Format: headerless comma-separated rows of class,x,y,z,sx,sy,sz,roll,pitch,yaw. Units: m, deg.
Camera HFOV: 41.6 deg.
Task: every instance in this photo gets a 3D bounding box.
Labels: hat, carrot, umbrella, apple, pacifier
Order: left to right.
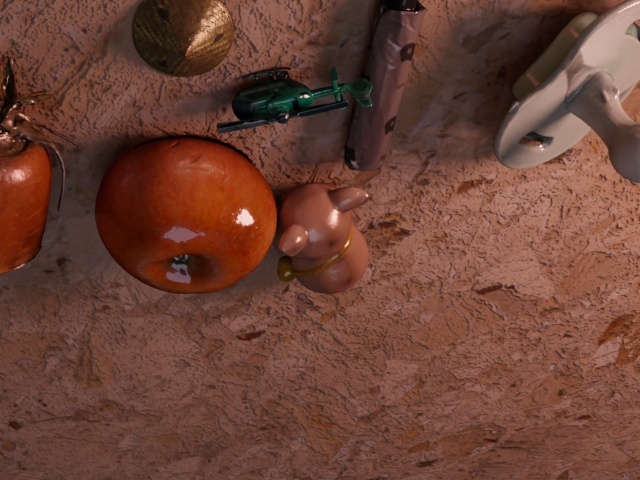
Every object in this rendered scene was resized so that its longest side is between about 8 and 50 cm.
carrot,-0.477,-0.082,1.194,0.214,0.193,0.331,25,126,14
hat,-0.189,-0.275,1.178,0.146,0.067,0.146,-7,133,-7
apple,-0.207,-0.031,1.305,0.272,0.206,0.251,24,126,-32
umbrella,0.096,-0.250,1.271,0.073,0.067,0.337,-6,133,-23
pacifier,0.438,-0.195,1.277,0.288,0.269,0.343,0,141,-48

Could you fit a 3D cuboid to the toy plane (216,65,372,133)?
toy plane,-0.040,-0.211,1.250,0.235,0.096,0.060,-12,133,3

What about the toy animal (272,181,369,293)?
toy animal,-0.001,0.003,1.428,0.165,0.149,0.248,-49,151,-15
